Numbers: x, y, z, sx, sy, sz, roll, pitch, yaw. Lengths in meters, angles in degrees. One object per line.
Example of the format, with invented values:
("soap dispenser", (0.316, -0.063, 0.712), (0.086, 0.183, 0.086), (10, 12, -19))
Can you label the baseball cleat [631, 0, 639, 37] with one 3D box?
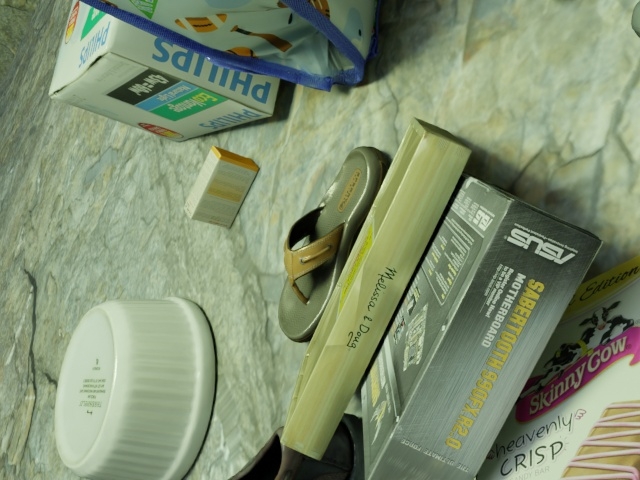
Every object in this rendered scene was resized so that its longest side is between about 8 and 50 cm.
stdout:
("baseball cleat", (0.234, -0.068, 0.400), (0.109, 0.072, 0.205), (-58, 35, 32))

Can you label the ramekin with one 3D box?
("ramekin", (-0.265, 0.203, 0.916), (0.273, 0.127, 0.272), (-24, 58, 46))

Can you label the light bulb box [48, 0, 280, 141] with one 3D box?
("light bulb box", (-0.202, -0.358, 0.950), (0.358, 0.225, 0.360), (3, 79, 58))

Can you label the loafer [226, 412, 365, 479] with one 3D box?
("loafer", (-0.072, 0.266, 0.660), (0.302, 0.095, 0.109), (-51, 41, 28))

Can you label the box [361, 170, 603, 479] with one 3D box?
("box", (0.089, 0.048, 0.463), (0.231, 0.056, 0.183), (-77, 10, -80))

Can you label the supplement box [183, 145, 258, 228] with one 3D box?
("supplement box", (-0.135, -0.071, 0.900), (0.098, 0.062, 0.036), (-61, 39, 17))

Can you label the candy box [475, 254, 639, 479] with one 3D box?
("candy box", (0.160, 0.123, 0.347), (0.159, 0.071, 0.233), (-38, 22, 39))

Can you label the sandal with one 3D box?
("sandal", (0.000, 0.000, 0.695), (0.090, 0.060, 0.219), (43, 111, 51))

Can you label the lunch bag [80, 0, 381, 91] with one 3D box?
("lunch bag", (-0.087, -0.363, 0.670), (0.239, 0.386, 0.327), (-1, 77, 57))

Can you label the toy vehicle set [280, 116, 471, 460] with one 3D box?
("toy vehicle set", (0.042, 0.029, 0.563), (0.166, 0.035, 0.266), (-70, 4, -74))
